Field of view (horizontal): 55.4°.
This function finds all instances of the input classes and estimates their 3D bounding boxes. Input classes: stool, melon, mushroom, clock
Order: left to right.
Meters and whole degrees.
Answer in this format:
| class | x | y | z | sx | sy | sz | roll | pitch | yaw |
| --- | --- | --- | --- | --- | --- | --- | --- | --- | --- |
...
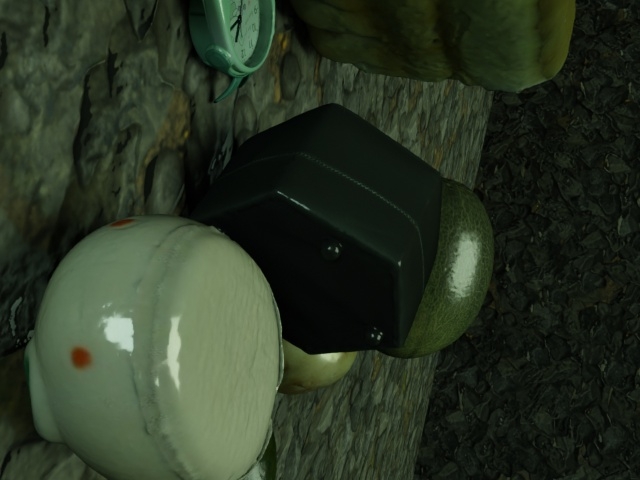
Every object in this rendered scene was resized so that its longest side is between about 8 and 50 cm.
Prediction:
| class | x | y | z | sx | sy | sz | roll | pitch | yaw |
| --- | --- | --- | --- | --- | --- | --- | --- | --- | --- |
| clock | -0.077 | -0.189 | 0.531 | 0.101 | 0.041 | 0.135 | -55 | 150 | -50 |
| mushroom | -0.020 | 0.115 | 0.727 | 0.148 | 0.112 | 0.148 | -7 | 100 | -45 |
| stool | 0.000 | 0.000 | 0.582 | 0.232 | 0.232 | 0.141 | 79 | 29 | -46 |
| melon | 0.157 | 0.043 | 0.998 | 0.237 | 0.237 | 0.302 | 2 | 102 | -70 |

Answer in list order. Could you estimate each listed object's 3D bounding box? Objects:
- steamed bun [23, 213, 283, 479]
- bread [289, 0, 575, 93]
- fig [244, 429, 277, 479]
| class | x | y | z | sx | sy | sz | roll | pitch | yaw |
| --- | --- | --- | --- | --- | --- | --- | --- | --- | --- |
| steamed bun | -0.114 | 0.080 | 0.426 | 0.228 | 0.130 | 0.177 | 65 | 30 | -56 |
| bread | 0.104 | -0.308 | 0.605 | 0.341 | 0.300 | 0.210 | 25 | 74 | -65 |
| fig | -0.097 | 0.174 | 0.573 | 0.178 | 0.117 | 0.117 | -86 | 172 | -50 |
